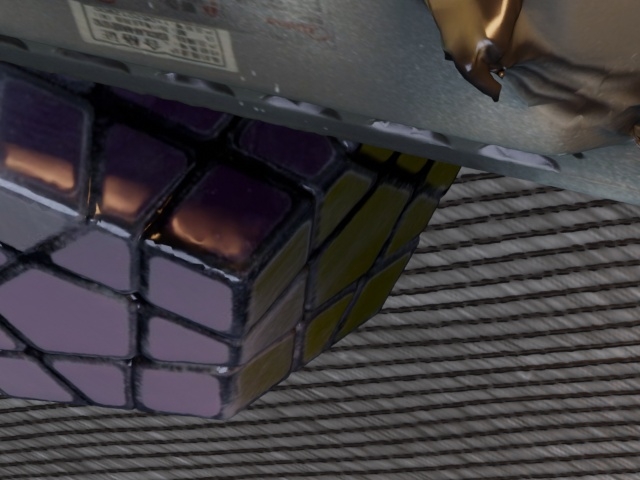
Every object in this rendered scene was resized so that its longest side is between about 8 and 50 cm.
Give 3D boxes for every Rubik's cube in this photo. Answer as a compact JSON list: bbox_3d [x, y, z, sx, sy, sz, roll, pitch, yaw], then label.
[{"bbox_3d":[-0.082,-0.072,0.932,0.319,0.319,0.264,2,117,19],"label":"Rubik's cube"}]

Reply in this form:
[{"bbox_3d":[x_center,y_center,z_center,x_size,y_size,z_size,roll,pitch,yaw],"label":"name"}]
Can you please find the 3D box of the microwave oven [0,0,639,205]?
[{"bbox_3d":[0.058,-0.200,0.586,0.432,0.374,0.236,13,154,11],"label":"microwave oven"}]
